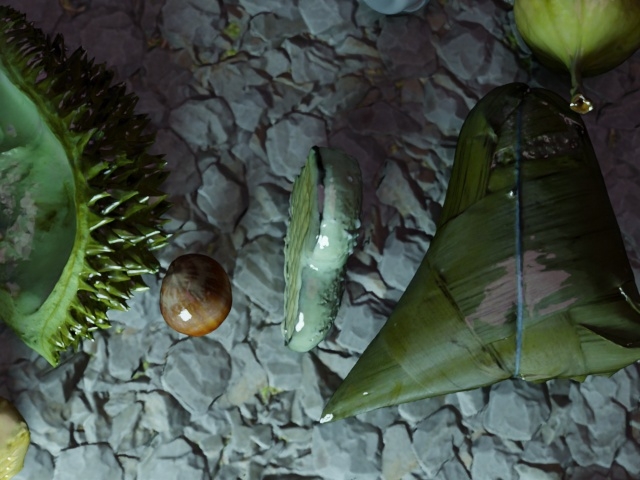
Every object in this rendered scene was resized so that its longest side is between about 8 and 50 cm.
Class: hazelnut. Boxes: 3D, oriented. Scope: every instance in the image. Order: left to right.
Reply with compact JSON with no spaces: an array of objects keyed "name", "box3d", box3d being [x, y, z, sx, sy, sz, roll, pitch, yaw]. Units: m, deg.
[{"name":"hazelnut","box3d":[-0.131,0.056,1.644,0.086,0.086,0.086,3,74,-11]}]

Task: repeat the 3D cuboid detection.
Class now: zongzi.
[{"name":"zongzi","box3d":[0.136,0.014,1.681,0.360,0.160,0.323,-14,72,-8]}]

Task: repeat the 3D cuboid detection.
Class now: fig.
[{"name":"fig","box3d":[0.282,-0.238,1.741,0.160,0.231,0.143,8,112,13]}]

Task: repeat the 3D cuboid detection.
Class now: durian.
[{"name":"durian","box3d":[-0.272,-0.073,1.661,0.198,0.163,0.394,-29,74,22]}]

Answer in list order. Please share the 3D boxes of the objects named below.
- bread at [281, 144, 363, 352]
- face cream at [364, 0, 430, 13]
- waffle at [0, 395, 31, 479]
[{"name":"bread","box3d":[0.000,0.000,1.665,0.064,0.172,0.232,6,117,-10]},{"name":"face cream","box3d":[0.093,-0.315,1.778,0.104,0.117,0.117,-32,83,-27]},{"name":"waffle","box3d":[-0.371,0.250,1.463,0.248,0.221,0.055,-40,85,-19]}]
